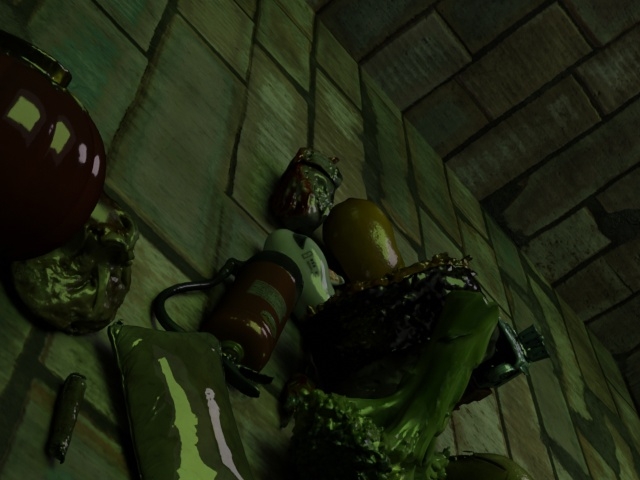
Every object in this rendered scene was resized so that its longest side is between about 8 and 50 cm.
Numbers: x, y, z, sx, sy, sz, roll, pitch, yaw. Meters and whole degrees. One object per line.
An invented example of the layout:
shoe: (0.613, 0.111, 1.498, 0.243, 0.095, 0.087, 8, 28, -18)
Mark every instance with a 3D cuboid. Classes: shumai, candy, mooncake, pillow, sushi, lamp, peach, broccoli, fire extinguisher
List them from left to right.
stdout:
lamp: (-0.387, -0.103, 1.100, 0.303, 0.257, 0.303, 26, -11, 5)
shumai: (-0.298, 0.019, 1.291, 0.161, 0.153, 0.209, 51, 22, 11)
pillow: (-0.172, 0.238, 1.291, 0.184, 0.075, 0.303, 12, 49, -43)
fire extinguisher: (-0.145, 0.123, 1.567, 0.200, 0.113, 0.376, 11, 21, 4)
candy: (-0.037, 0.250, 1.645, 0.046, 0.053, 0.182, 45, 19, -5)
sushi: (-0.027, -0.105, 2.137, 0.130, 0.124, 0.332, 38, 25, -13)
mooncake: (-0.012, 0.006, 1.992, 0.150, 0.057, 0.347, 59, -4, 36)
peach: (0.098, 0.031, 2.110, 0.251, 0.153, 0.251, -23, 90, -82)
broccoli: (0.115, 0.263, 1.504, 0.274, 0.397, 0.353, 31, 22, 10)
sushi: (0.138, 0.169, 1.748, 0.348, 0.234, 0.208, -13, 57, -22)

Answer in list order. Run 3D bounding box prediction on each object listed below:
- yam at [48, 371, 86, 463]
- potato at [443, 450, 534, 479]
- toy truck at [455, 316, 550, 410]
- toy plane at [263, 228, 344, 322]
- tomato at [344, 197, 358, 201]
yam: (-0.296, 0.205, 1.154, 0.129, 0.027, 0.033, -93, -178, -60)
potato: (0.266, 0.448, 1.709, 0.143, 0.248, 0.169, 1, 84, -44)
toy truck: (0.276, 0.256, 1.914, 0.184, 0.338, 0.133, 21, 38, -58)
toy plane: (-0.019, 0.081, 1.862, 0.244, 0.117, 0.245, 44, 24, -25)
tomato: (0.094, -0.015, 2.325, 0.174, 0.082, 0.166, 58, 22, -1)
